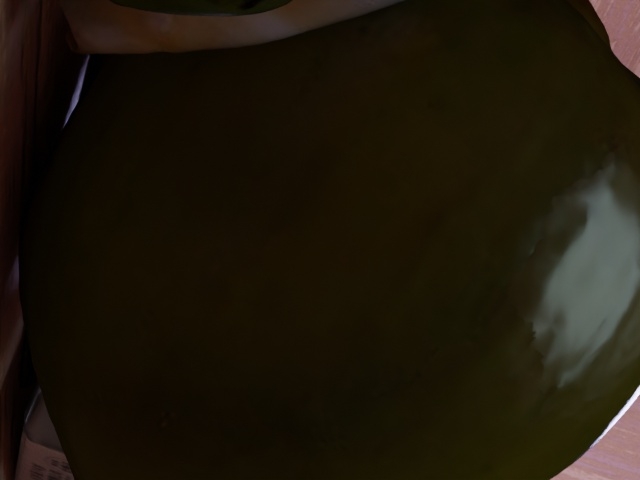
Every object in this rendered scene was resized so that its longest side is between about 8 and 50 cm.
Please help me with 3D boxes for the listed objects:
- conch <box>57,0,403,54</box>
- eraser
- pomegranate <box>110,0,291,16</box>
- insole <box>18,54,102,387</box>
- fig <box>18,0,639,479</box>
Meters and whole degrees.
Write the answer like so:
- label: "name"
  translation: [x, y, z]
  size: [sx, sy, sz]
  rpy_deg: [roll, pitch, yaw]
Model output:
- label: "conch"
  translation: [0.007, -0.158, 0.647]
  size: [0.158, 0.255, 0.127]
  rpy_deg: [59, -11, 35]
- label: "eraser"
  translation: [-0.139, 0.098, 1.028]
  size: [0.210, 0.068, 0.124]
  rpy_deg: [122, -11, -67]
- label: "pomegranate"
  translation: [-0.051, -0.141, 0.533]
  size: [0.159, 0.129, 0.129]
  rpy_deg: [22, 85, -65]
- label: "insole"
  translation: [-0.123, -0.068, 0.929]
  size: [0.119, 0.009, 0.348]
  rpy_deg: [-70, 178, -70]
- label: "fig"
  translation: [0.011, 0.004, 0.822]
  size: [0.343, 0.343, 0.343]
  rpy_deg: [18, 90, -90]
